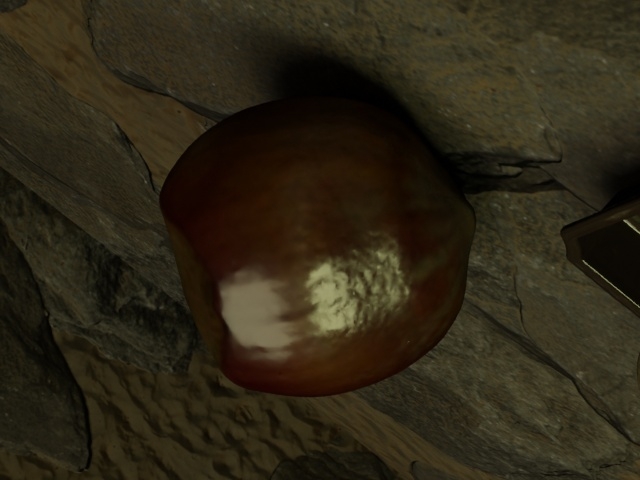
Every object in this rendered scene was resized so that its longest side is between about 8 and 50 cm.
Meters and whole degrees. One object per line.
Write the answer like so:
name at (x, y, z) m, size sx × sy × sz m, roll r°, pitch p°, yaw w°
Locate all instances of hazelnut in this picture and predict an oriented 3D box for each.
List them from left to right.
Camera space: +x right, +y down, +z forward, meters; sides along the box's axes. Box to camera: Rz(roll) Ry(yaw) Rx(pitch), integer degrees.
hazelnut at (-0.008, 0.001, 1.297) m, size 0.366 × 0.365 × 0.366 m, roll 30°, pitch 158°, yaw 13°

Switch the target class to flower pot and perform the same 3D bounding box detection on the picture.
flower pot at (0.359, -0.004, 1.050) m, size 0.179 × 0.084 × 0.251 m, roll 39°, pitch 158°, yaw -8°

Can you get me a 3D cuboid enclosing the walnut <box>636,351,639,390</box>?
walnut at (0.441, 0.161, 1.175) m, size 0.230 × 0.178 × 0.178 m, roll 37°, pitch 159°, yaw 6°
